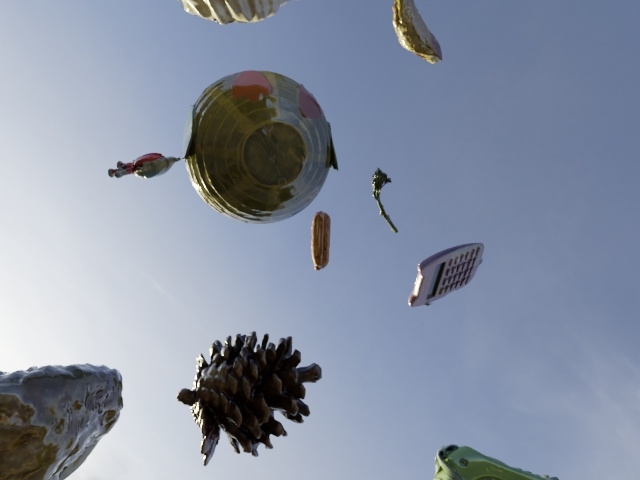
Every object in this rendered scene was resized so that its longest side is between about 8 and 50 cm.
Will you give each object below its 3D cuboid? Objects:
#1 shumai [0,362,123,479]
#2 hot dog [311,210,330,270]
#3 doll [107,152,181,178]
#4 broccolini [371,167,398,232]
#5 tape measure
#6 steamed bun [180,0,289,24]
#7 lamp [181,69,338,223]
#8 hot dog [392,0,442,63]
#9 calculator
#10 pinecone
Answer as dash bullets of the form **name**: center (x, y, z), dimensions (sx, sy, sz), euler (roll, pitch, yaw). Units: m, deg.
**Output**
- **shumai**: center (-0.242, 0.175, 0.337), dimensions (0.161, 0.153, 0.209), euler (6, -20, -23)
- **hot dog**: center (-0.002, 0.000, 1.068), dimensions (0.038, 0.062, 0.144), euler (-2, -98, 29)
- **doll**: center (-0.270, -0.114, 0.687), dimensions (0.114, 0.057, 0.039), euler (-5, -90, 9)
- **broccolini**: center (0.170, -0.100, 1.197), dimensions (0.054, 0.052, 0.194), euler (44, -27, 59)
- **tape measure**: center (0.266, 0.426, 0.709), dimensions (0.199, 0.175, 0.106), euler (24, -25, 1)
- **steamed bun**: center (-0.114, -0.349, 0.531), dimensions (0.182, 0.183, 0.106), euler (31, -31, 9)
- **lamp**: center (-0.106, -0.154, 0.751), dimensions (0.250, 0.250, 0.284), euler (69, -13, -19)
- **hot dog**: center (0.199, -0.449, 0.959), dimensions (0.061, 0.078, 0.169), euler (-21, -70, 45)
- **calculator**: center (0.389, 0.097, 1.354), dimensions (0.043, 0.294, 0.194), euler (45, -40, 43)
- **pinecone**: center (-0.103, 0.234, 0.691), dimensions (0.212, 0.169, 0.186), euler (-14, -112, 3)
